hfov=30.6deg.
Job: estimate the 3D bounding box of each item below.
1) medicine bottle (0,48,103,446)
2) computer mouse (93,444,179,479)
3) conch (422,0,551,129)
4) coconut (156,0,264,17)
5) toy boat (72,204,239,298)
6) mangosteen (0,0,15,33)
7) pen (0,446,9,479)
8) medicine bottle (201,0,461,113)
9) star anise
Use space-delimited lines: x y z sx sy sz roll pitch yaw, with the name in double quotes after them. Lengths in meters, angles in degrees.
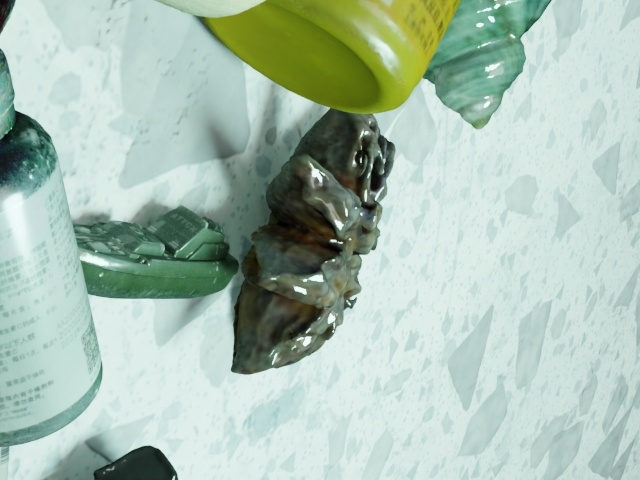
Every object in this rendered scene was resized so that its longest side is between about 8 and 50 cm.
-0.252 0.003 0.863 0.141 0.141 0.293 -38 136 -41 "medicine bottle"
-0.186 0.301 1.173 0.147 0.088 0.264 -39 139 -17 "computer mouse"
0.181 -0.267 1.375 0.220 0.195 0.277 93 -5 -77 "conch"
-0.094 -0.291 0.860 0.266 0.237 0.237 13 95 -49 "coconut"
-0.163 0.008 1.060 0.260 0.078 0.085 6 113 -61 "toy boat"
-0.283 -0.168 0.669 0.216 0.216 0.216 -32 131 -45 "mangosteen"
-0.293 0.249 1.037 0.028 0.028 0.239 -14 118 -53 "pen"
0.061 -0.330 1.089 0.384 0.224 0.224 -64 147 -12 "medicine bottle"
-0.001 0.001 1.221 0.332 0.117 0.331 17 90 -77 "star anise"
